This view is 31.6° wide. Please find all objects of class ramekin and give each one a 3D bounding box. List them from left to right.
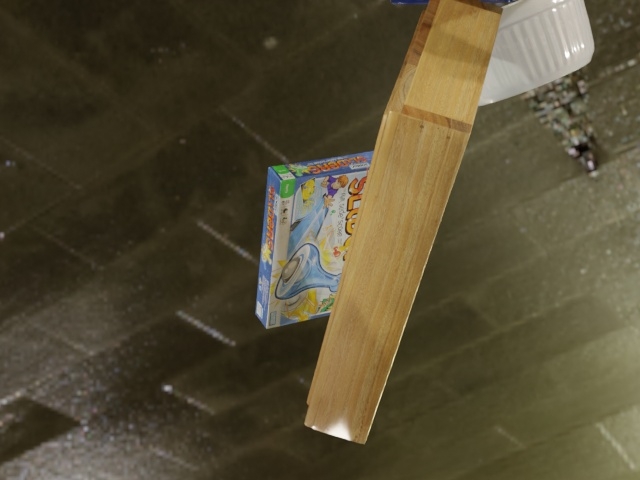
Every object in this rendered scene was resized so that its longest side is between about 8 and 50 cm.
[{"bbox_3d":[0.259,-0.256,1.487,0.207,0.109,0.207,-22,-172,3],"label":"ramekin"}]

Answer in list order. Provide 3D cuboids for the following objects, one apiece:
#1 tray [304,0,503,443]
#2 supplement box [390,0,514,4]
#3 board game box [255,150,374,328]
[{"bbox_3d":[0.072,-0.010,1.087,0.076,0.202,0.410,18,133,3],"label":"tray"},{"bbox_3d":[0.229,-0.447,1.331,0.194,0.356,0.195,11,134,47],"label":"supplement box"},{"bbox_3d":[0.000,0.000,1.289,0.136,0.035,0.201,-11,127,-25],"label":"board game box"}]
